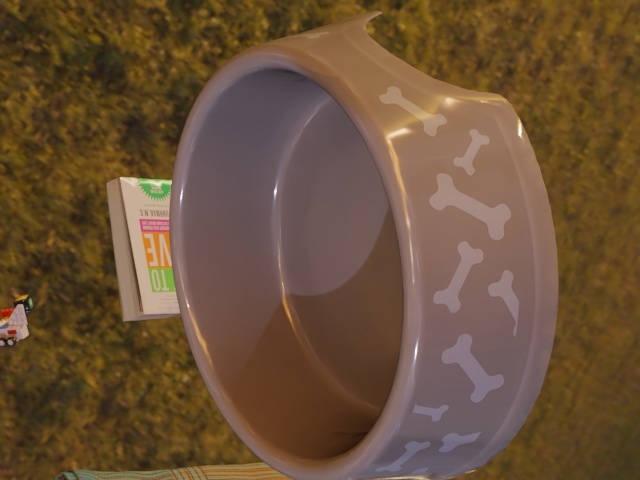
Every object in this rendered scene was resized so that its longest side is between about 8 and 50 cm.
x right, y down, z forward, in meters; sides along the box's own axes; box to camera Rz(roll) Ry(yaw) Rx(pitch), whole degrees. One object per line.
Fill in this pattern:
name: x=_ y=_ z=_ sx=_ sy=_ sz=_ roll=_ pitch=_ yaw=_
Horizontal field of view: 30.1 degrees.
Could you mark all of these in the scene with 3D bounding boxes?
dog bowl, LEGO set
dog bowl: x=0.007 y=0.013 z=0.849 sx=0.102 sy=0.349 sz=0.349 roll=-8 pitch=127 yaw=-35
LEGO set: x=-0.486 y=0.121 z=1.561 sx=0.244 sy=0.182 sz=0.060 roll=-20 pitch=108 yaw=-23

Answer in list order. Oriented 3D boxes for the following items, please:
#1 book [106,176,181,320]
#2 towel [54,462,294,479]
book: x=-0.169 y=0.008 z=1.237 sx=0.096 sy=0.035 sz=0.144 roll=0 pitch=76 yaw=-48
towel: x=-0.071 y=0.295 z=1.266 sx=0.370 sy=0.271 sz=0.040 roll=2 pitch=103 yaw=-30
